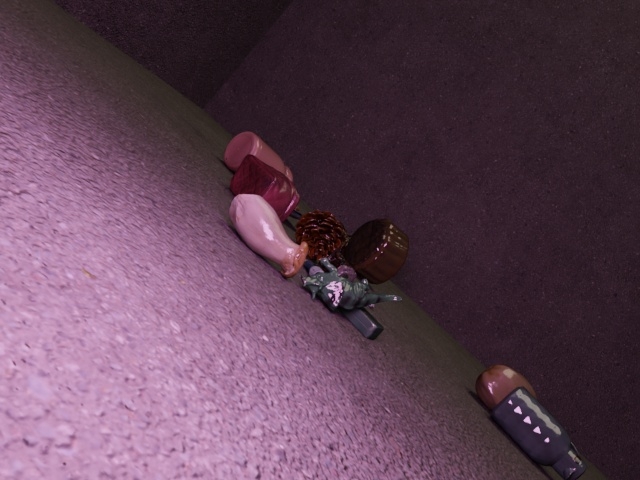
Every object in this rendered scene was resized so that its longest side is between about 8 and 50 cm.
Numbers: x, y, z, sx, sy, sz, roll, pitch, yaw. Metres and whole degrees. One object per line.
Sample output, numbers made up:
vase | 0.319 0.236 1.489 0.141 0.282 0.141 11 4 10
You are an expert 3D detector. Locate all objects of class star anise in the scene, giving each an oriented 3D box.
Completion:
star anise | 0.095 0.018 2.376 0.272 0.102 0.272 43 31 -34

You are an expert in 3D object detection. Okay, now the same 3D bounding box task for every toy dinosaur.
toy dinosaur | 0.064 0.113 1.196 0.292 0.079 0.120 7 41 -45

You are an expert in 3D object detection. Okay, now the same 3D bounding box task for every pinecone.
pinecone | -0.005 -0.013 1.573 0.173 0.173 0.173 41 5 -5

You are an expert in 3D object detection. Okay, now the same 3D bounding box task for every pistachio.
pistachio | 0.662 0.552 1.757 0.288 0.166 0.197 44 29 -19

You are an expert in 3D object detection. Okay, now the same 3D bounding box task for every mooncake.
mooncake | 0.243 0.039 2.210 0.161 0.290 0.290 36 8 -26

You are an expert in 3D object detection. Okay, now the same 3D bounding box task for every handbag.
handbag | -0.168 -0.149 1.495 0.135 0.146 0.225 32 8 -43

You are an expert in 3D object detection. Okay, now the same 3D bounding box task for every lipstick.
lipstick | -0.023 0.075 1.342 0.037 0.037 0.116 39 2 -26

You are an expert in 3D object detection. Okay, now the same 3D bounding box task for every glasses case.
glasses case | 0.077 0.170 1.257 0.184 0.039 0.078 45 6 26

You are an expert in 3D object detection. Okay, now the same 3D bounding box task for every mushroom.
mushroom | -0.113 -0.014 1.072 0.212 0.097 0.088 43 -5 9

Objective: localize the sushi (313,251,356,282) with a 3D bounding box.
sushi | 0.041 0.088 1.390 0.098 0.094 0.084 44 6 -37

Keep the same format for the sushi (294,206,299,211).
sushi | -0.137 -0.165 2.346 0.060 0.061 0.118 48 18 -50

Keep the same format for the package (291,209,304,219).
package | -0.114 -0.109 1.889 0.173 0.027 0.171 16 -10 42

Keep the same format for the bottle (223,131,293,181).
bottle | -0.238 -0.281 2.024 0.297 0.173 0.206 38 37 -52

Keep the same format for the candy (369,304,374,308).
candy | 0.165 0.207 1.682 0.030 0.020 0.083 39 8 -21

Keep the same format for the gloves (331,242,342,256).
gloves | 0.001 0.001 1.876 0.294 0.116 0.133 -165 -127 -82

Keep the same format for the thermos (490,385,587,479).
thermos | 0.685 0.602 1.548 0.182 0.145 0.286 -1 41 -51
